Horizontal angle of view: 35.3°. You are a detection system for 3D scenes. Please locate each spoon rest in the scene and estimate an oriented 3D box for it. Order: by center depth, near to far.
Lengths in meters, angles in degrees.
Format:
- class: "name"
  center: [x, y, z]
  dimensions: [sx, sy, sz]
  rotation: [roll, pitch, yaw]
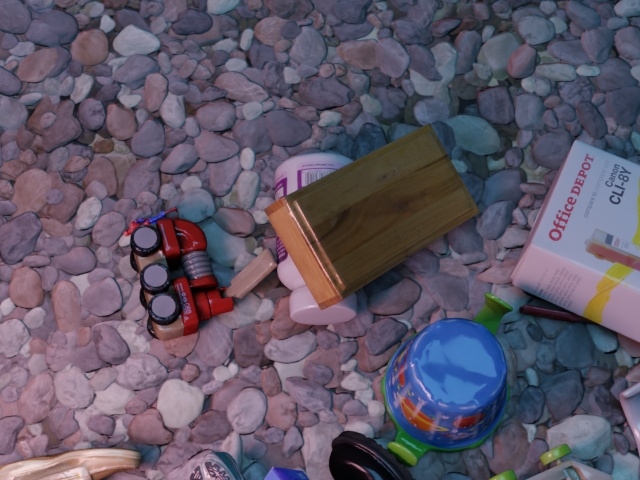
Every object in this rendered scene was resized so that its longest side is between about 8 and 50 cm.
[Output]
- class: "spoon rest"
  center: [0.625, 0.382, 1.814]
  dimensions: [0.137, 0.084, 0.276]
  rotation: [-27, 85, -8]

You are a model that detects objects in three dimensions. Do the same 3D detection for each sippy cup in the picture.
- class: "sippy cup"
  center: [0.231, 0.243, 1.781]
  dimensions: [0.240, 0.224, 0.305]
  rotation: [-2, 69, -1]

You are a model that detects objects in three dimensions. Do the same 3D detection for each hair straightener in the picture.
- class: "hair straightener"
  center: [0.499, 0.114, 1.919]
  dimensions: [0.230, 0.047, 0.089]
  rotation: [9, 70, 7]

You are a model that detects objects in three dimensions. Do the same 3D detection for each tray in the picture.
- class: "tray"
  center: [0.107, -0.055, 1.847]
  dimensions: [0.411, 0.076, 0.202]
  rotation: [-30, 90, -39]

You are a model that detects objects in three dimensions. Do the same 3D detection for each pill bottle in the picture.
- class: "pill bottle"
  center: [0.000, 0.000, 1.904]
  dimensions: [0.169, 0.169, 0.301]
  rotation: [-2, 70, 0]

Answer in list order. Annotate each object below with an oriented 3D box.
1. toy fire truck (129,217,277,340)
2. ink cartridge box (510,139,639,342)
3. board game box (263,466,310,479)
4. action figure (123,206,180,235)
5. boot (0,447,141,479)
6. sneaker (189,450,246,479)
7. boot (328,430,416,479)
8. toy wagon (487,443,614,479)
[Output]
- class: "toy fire truck"
  center: [-0.223, 0.052, 1.907]
  dimensions: [0.246, 0.158, 0.217]
  rotation: [-12, 69, -16]
- class: "ink cartridge box"
  center: [0.588, 0.020, 1.873]
  dimensions: [0.385, 0.160, 0.279]
  rotation: [24, 60, 10]
- class: "board game box"
  center: [-0.084, 0.571, 1.594]
  dimensions: [0.347, 0.078, 0.233]
  rotation: [-56, 48, 12]
- class: "action figure"
  center: [-0.336, -0.032, 1.993]
  dimensions: [0.115, 0.030, 0.038]
  rotation: [-19, 65, -1]
- class: "boot"
  center: [-0.435, 0.475, 1.766]
  dimensions: [0.262, 0.095, 0.203]
  rotation: [-10, 69, -1]
- class: "sneaker"
  center: [-0.126, 0.490, 1.753]
  dimensions: [0.107, 0.110, 0.275]
  rotation: [-26, 88, 15]
- class: "boot"
  center: [0.071, 0.512, 1.677]
  dimensions: [0.260, 0.131, 0.348]
  rotation: [-30, 73, -35]
- class: "toy wagon"
  center: [0.381, 0.518, 1.724]
  dimensions: [0.344, 0.068, 0.267]
  rotation: [-19, 70, -19]
